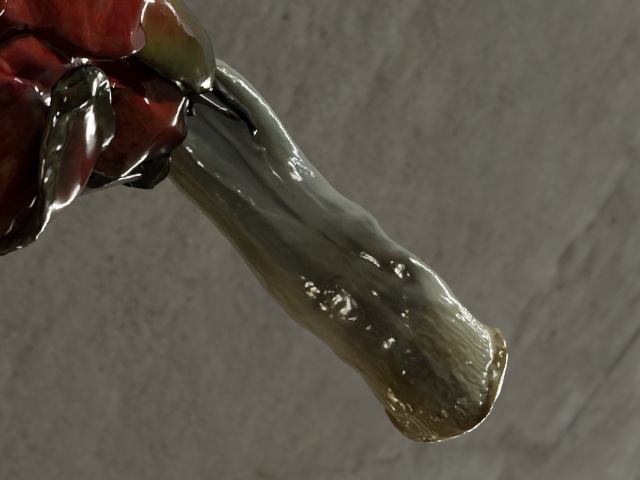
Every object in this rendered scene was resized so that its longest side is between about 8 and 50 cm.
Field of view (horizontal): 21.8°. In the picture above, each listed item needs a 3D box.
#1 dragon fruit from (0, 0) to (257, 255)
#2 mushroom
[{"bbox_3d":[-0.142,-0.078,0.492,0.234,0.233,0.293,-54,141,0],"label":"dragon fruit"},{"bbox_3d":[-0.003,0.002,0.702,0.059,0.202,0.054,-45,177,-6],"label":"mushroom"}]
